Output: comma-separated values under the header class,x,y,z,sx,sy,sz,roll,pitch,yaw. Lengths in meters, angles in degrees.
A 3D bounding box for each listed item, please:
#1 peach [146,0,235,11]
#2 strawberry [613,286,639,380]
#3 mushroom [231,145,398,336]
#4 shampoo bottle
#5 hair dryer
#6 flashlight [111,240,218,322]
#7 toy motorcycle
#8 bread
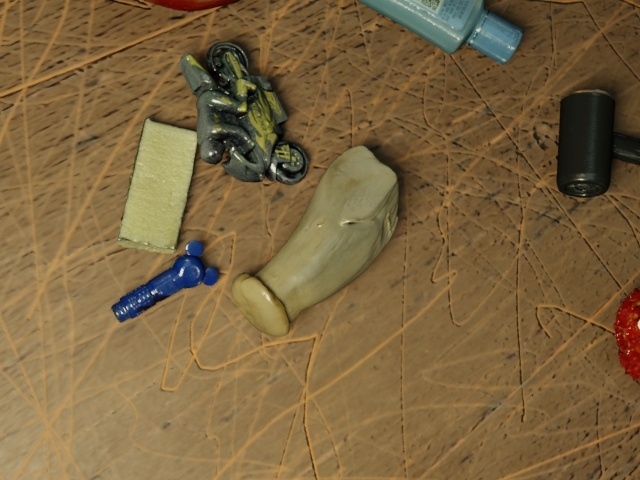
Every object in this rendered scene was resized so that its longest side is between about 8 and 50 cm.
class,x,y,z,sx,sy,sz,roll,pitch,yaw
peach,-0.151,-0.375,0.962,0.275,0.248,0.245,-49,118,-20
strawberry,0.423,0.117,1.069,0.145,0.086,0.145,3,77,-14
mushroom,0.008,0.004,0.987,0.247,0.096,0.108,-50,117,-17
shampoo bottle,0.140,-0.309,1.115,0.258,0.061,0.104,28,70,-6
hair dryer,0.426,-0.100,1.142,0.255,0.070,0.128,15,73,-16
flashlight,-0.175,0.050,0.958,0.121,0.035,0.057,-32,111,-15
toy motorcycle,-0.098,-0.136,1.005,0.124,0.061,0.193,-33,94,-35
bread,-0.184,-0.061,0.986,0.068,0.028,0.154,11,73,-12
